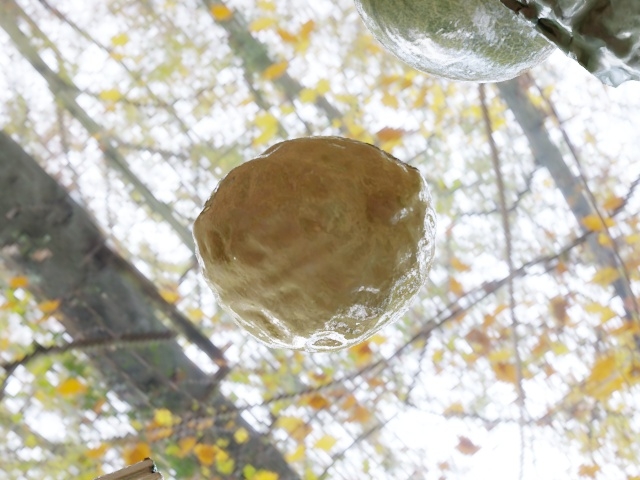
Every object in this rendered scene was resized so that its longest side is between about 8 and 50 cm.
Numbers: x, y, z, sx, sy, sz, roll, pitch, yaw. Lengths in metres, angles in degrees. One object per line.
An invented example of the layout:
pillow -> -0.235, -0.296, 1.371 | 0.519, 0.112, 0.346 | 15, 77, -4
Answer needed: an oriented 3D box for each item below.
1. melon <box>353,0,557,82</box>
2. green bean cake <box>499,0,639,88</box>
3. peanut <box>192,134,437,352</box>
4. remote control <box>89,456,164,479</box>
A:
melon -> 0.171, -0.311, 1.629 | 0.237, 0.301, 0.238 | -10, -104, 49
green bean cake -> 0.118, -0.153, 0.550 | 0.173, 0.094, 0.181 | 42, -142, 12
peanut -> 0.000, 0.000, 0.886 | 0.159, 0.141, 0.109 | -32, -171, 3
remote control -> -0.241, 0.266, 1.032 | 0.277, 0.103, 0.055 | -18, -164, -18
